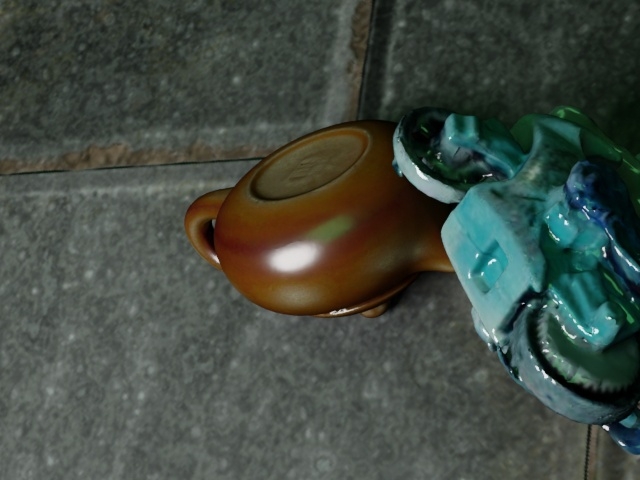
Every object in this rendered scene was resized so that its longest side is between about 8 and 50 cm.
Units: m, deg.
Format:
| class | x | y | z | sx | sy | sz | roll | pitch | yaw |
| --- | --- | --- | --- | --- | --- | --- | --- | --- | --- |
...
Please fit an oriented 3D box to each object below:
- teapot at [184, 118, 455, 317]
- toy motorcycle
| class | x | y | z | sx | sy | sz | roll | pitch | yaw |
| --- | --- | --- | --- | --- | --- | --- | --- | --- | --- |
| teapot | 0.000 | 0.000 | 1.147 | 0.252 | 0.135 | 0.178 | -4 | 28 | 41 |
| toy motorcycle | 0.173 | 0.007 | 1.027 | 0.260 | 0.206 | 0.154 | 63 | 144 | 31 |
